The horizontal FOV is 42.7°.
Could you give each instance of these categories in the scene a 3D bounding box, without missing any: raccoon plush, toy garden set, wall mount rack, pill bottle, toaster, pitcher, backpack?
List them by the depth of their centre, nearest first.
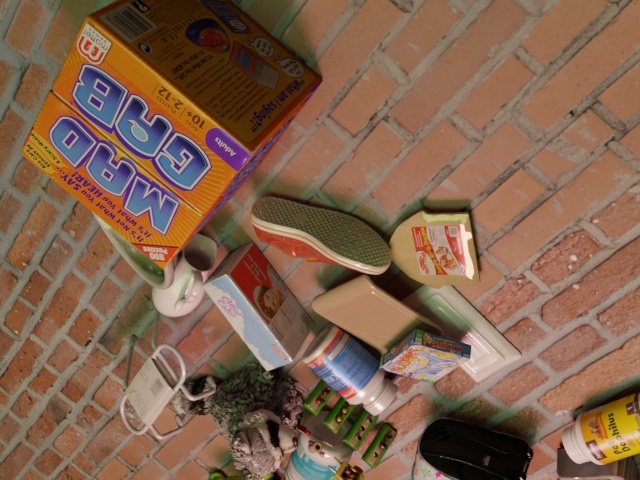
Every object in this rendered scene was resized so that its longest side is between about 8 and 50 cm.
[{"bbox_3d":[0.636,0.411,1.767,0.215,0.117,0.117,-34,103,36],"label":"pill bottle"},{"bbox_3d":[0.642,0.558,1.864,0.185,0.110,0.168,-11,116,29],"label":"toaster"},{"bbox_3d":[0.342,0.536,1.912,0.253,0.225,0.191,20,122,15],"label":"backpack"},{"bbox_3d":[0.074,0.309,1.943,0.221,0.124,0.124,42,127,-6],"label":"pill bottle"},{"bbox_3d":[-0.327,0.110,1.960,0.125,0.178,0.207,22,129,-20],"label":"pitcher"},{"bbox_3d":[0.057,0.475,2.005,0.244,0.204,0.049,43,151,-8],"label":"toy garden set"},{"bbox_3d":[-0.237,0.500,2.090,0.446,0.299,0.216,-21,111,33],"label":"raccoon plush"},{"bbox_3d":[-0.418,0.327,2.095,0.304,0.130,0.350,53,129,17],"label":"wall mount rack"},{"bbox_3d":[-0.007,0.579,2.138,0.146,0.146,0.264,24,128,7],"label":"pill bottle"}]

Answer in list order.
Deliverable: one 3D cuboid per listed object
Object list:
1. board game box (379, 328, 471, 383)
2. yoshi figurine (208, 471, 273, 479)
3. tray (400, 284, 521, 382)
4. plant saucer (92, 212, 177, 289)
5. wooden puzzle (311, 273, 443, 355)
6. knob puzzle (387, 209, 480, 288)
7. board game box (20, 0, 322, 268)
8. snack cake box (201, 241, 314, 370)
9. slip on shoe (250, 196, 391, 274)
[{"bbox_3d":[0.231,0.262,1.832,0.136,0.035,0.201,17,151,-10],"label":"board game box"},{"bbox_3d":[-0.264,0.768,2.346,0.203,0.203,0.362,39,125,4],"label":"yoshi figurine"},{"bbox_3d":[0.308,0.208,1.837,0.270,0.030,0.145,44,126,-7],"label":"tray"},{"bbox_3d":[-0.428,-0.078,1.870,0.400,0.100,0.400,43,153,28],"label":"plant saucer"},{"bbox_3d":[0.127,0.170,1.840,0.238,0.044,0.221,37,144,-18],"label":"wooden puzzle"},{"bbox_3d":[0.235,0.016,1.745,0.213,0.030,0.213,11,125,16],"label":"knob puzzle"},{"bbox_3d":[-0.282,-0.244,1.598,0.356,0.356,0.356,40,127,-4],"label":"board game box"},{"bbox_3d":[-0.143,0.154,1.921,0.089,0.152,0.264,-25,108,34],"label":"snack cake box"},{"bbox_3d":[0.000,0.000,1.792,0.331,0.123,0.101,18,141,16],"label":"slip on shoe"}]
